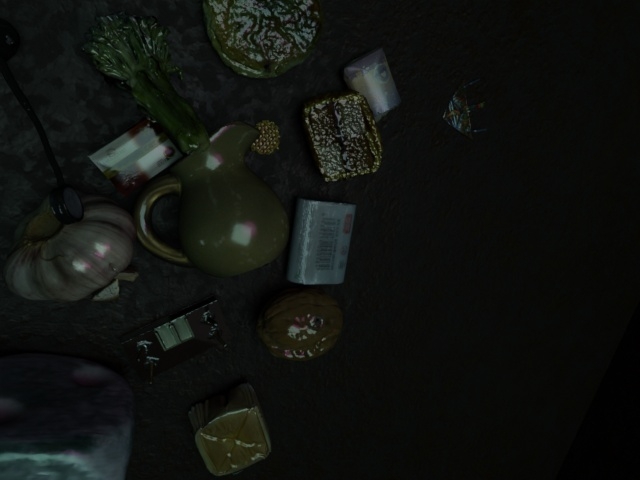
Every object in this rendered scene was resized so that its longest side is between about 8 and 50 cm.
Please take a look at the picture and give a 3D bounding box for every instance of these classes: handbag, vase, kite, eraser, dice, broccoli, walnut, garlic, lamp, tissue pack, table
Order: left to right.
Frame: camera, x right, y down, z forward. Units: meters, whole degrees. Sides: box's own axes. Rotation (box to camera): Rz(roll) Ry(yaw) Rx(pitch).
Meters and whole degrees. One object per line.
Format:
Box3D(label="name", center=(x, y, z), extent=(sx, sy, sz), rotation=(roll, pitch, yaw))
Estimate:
Box3D(label="lamp", center=(-0.532, -0.194, 0.725), extent=(0.109, 0.130, 0.371), rotation=(-20, 97, -5))
Box3D(label="dice", center=(-0.591, 0.444, 0.816), extent=(0.348, 0.330, 0.327), rotation=(18, 96, -27))
Box3D(label="garlic", center=(-0.469, 0.031, 0.843), extent=(0.245, 0.245, 0.253), rotation=(-42, 147, -9))
Box3D(label="tissue pack", center=(-0.386, -0.180, 0.862), extent=(0.149, 0.099, 0.106), rotation=(-40, 118, -11))
Box3D(label="broccoli", center=(-0.311, -0.290, 0.784), extent=(0.165, 0.145, 0.304), rotation=(-33, 83, -21))
Box3D(label="table", center=(-0.342, 0.251, 1.004), extent=(0.240, 0.111, 0.121), rotation=(-24, 113, -18))
Box3D(label="vase", center=(-0.250, -0.070, 0.903), extent=(0.329, 0.241, 0.302), rotation=(-19, 102, -6))
Box3D(label="walnut", center=(-0.052, 0.220, 1.092), extent=(0.245, 0.198, 0.198), rotation=(-4, 107, -25))
Box3D(label="eraser", center=(0.000, 0.000, 1.114), extent=(0.174, 0.081, 0.226), rotation=(4, 104, -23))
Box3D(label="handbag", center=(0.135, -0.390, 1.063), extent=(0.117, 0.095, 0.173), rotation=(-28, 110, 1))
Box3D(label="kite", center=(0.435, -0.394, 1.250), extent=(0.160, 0.010, 0.182), rotation=(-22, 110, -15))

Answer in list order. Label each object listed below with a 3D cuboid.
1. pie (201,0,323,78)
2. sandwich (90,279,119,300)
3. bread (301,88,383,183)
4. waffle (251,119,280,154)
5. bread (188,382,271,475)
Box3D(label="pie", center=(-0.127, -0.504, 0.906), extent=(0.277, 0.078, 0.276), rotation=(-6, 106, -23))
Box3D(label="sandwich", center=(-0.481, 0.118, 0.943), extent=(0.083, 0.031, 0.044), rotation=(-40, 116, -11))
Box3D(label="bread", center=(0.055, -0.264, 1.032), extent=(0.182, 0.096, 0.222), rotation=(-18, 116, 4))
Box3D(label="waffle", center=(-0.135, -0.254, 1.011), extent=(0.078, 0.016, 0.085), rotation=(3, 104, -31))
Box3D(label="bread", center=(-0.246, 0.518, 1.131), extent=(0.192, 0.110, 0.209), rotation=(-21, 113, -12))
